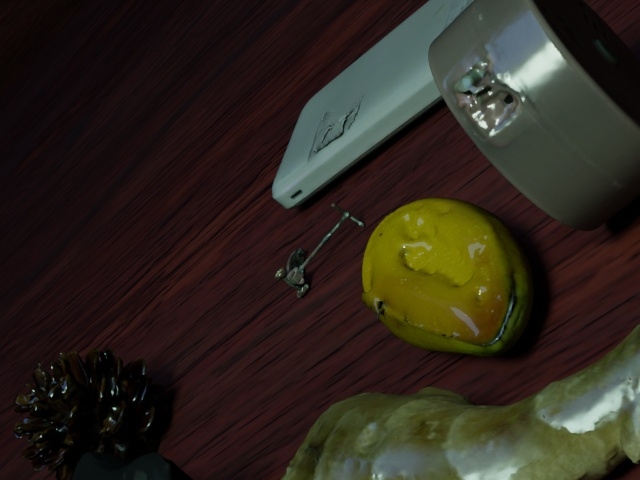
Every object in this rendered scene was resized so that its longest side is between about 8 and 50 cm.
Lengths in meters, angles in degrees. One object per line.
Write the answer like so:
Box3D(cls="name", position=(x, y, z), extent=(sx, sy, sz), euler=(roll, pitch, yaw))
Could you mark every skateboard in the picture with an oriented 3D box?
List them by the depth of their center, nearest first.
Box3D(cls="skateboard", position=(0.000, 0.000, 1.161), extent=(0.083, 0.032, 0.064), euler=(-49, 12, 24))

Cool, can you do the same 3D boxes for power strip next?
Box3D(cls="power strip", position=(0.138, -0.085, 0.816), extent=(0.078, 0.154, 0.154), euler=(-41, 25, 24))

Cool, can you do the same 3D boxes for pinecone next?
Box3D(cls="pinecone", position=(-0.208, 0.158, 1.241), extent=(0.140, 0.121, 0.140), euler=(-41, 34, 35))

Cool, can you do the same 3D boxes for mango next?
Box3D(cls="mango", position=(0.084, 0.025, 0.896), extent=(0.101, 0.066, 0.187), euler=(-48, 26, -2))

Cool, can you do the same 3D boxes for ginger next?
Box3D(cls="ginger", position=(0.094, 0.101, 0.753), extent=(0.294, 0.086, 0.131), euler=(-30, 22, 32))

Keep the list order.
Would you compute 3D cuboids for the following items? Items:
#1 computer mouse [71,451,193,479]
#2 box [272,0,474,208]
Box3D(cls="computer mouse", position=(-0.130, 0.230, 1.018), extent=(0.264, 0.088, 0.147), euler=(-10, 66, 61))
Box3D(cls="box", position=(0.062, -0.137, 1.207), extent=(0.285, 0.044, 0.142), euler=(-36, 27, 42))
